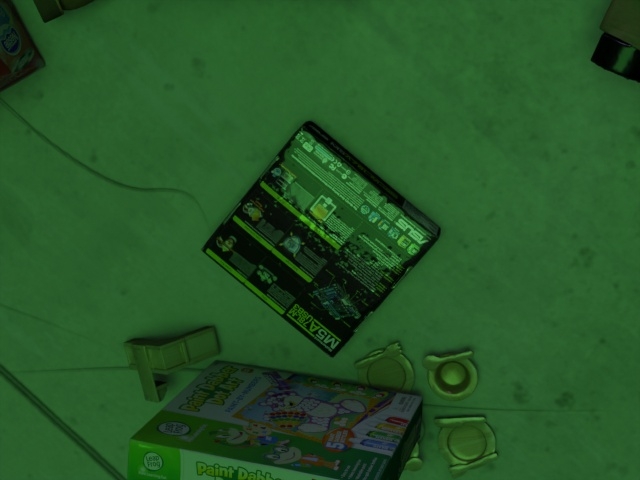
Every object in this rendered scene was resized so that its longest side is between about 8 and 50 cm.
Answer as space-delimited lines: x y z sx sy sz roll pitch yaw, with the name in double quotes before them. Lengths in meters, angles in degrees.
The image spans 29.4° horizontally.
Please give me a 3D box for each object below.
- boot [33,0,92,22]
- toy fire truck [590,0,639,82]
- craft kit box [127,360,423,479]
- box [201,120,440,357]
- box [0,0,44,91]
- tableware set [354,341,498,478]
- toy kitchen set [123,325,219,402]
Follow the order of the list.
"boot" -0.296 -0.388 1.251 0.115 0.112 0.305 -24 102 -6
"toy fire truck" 0.419 -0.183 1.137 0.246 0.217 0.158 10 111 -36
"craft kit box" -0.037 0.203 1.254 0.247 0.250 0.061 6 104 13
"box" 0.000 0.000 1.313 0.191 0.045 0.184 39 110 -2
"box" -0.472 -0.172 1.296 0.300 0.154 0.142 -26 98 15
"tableware set" 0.117 0.190 1.352 0.141 0.020 0.168 -9 103 13
"toy kitchen set" -0.167 0.140 1.385 0.083 0.075 0.068 -1 104 52
